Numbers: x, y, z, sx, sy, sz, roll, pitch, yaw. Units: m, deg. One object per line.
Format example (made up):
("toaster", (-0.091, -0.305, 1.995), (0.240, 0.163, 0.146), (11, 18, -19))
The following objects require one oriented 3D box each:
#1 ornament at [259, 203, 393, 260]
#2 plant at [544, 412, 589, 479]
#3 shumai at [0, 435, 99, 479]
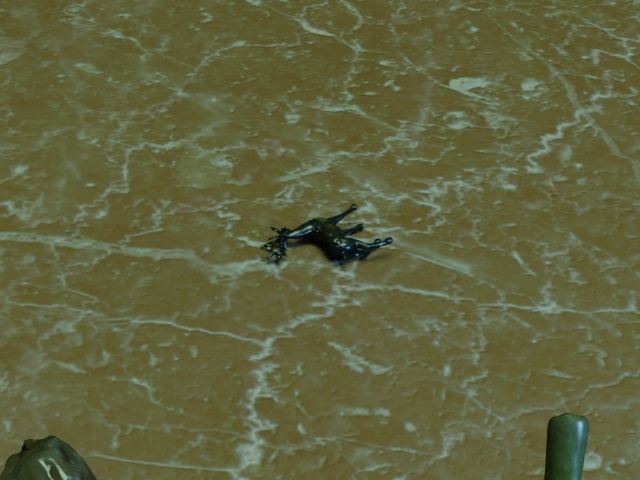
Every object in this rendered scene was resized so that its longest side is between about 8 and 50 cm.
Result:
("ornament", (0.000, 0.000, 1.817), (0.125, 0.028, 0.073), (-12, 39, -30))
("plant", (0.127, 0.297, 1.206), (0.306, 0.261, 0.297), (8, 51, -3))
("shumai", (-0.156, 0.247, 1.321), (0.176, 0.166, 0.206), (7, 58, -17))
